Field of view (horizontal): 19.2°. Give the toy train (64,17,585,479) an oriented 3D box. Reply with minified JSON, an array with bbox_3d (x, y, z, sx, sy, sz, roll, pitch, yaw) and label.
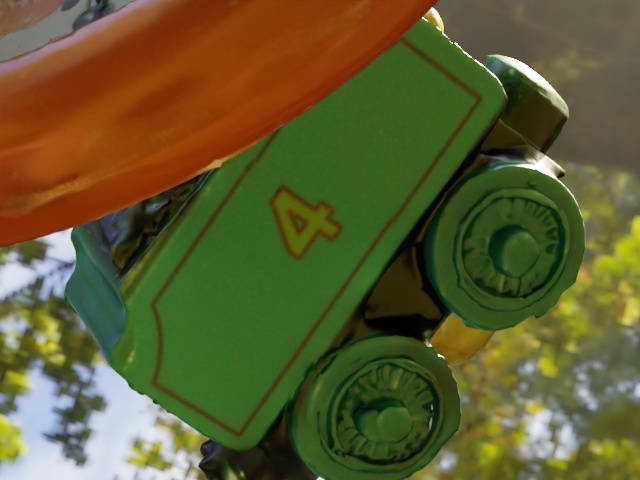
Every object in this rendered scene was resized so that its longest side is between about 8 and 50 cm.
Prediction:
[{"bbox_3d":[0.000,0.000,0.702,0.154,0.107,0.198,37,-88,-24],"label":"toy train"}]

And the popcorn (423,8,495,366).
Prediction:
[{"bbox_3d":[0.005,-0.023,1.390,0.297,0.316,0.281,59,-158,7],"label":"popcorn"}]

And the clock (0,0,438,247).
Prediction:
[{"bbox_3d":[-0.046,-0.069,0.456,0.205,0.205,0.051,-50,-53,-28],"label":"clock"}]
